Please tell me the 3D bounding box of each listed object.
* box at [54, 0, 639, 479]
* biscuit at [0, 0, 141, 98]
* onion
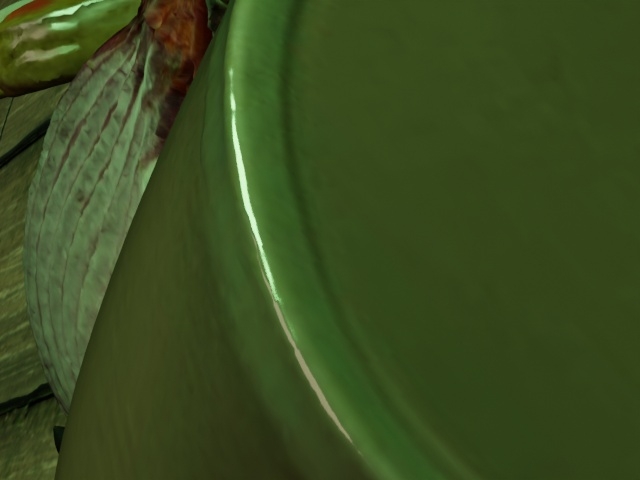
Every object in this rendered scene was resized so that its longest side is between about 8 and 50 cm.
[{"bbox_3d":[0.064,0.071,0.535,0.216,0.301,0.301,-55,25,38],"label":"box"},{"bbox_3d":[-0.041,-0.139,1.007,0.432,0.283,0.064,-170,63,-75],"label":"biscuit"},{"bbox_3d":[0.000,0.000,0.794,0.267,0.159,0.349,48,143,33],"label":"onion"}]
